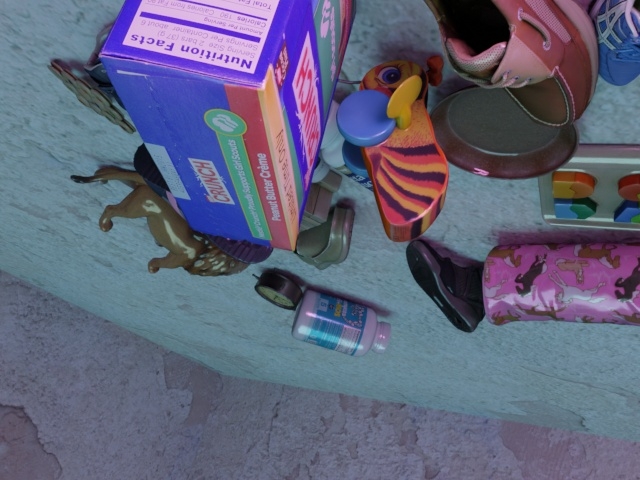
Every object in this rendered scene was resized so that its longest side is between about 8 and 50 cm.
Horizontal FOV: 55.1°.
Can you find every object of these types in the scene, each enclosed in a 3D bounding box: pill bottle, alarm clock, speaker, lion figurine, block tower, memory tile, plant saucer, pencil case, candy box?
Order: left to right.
[{"bbox_3d":[-0.374,-0.232,1.003,0.148,0.012,0.113,32,165,25],"label":"memory tile"},{"bbox_3d":[-0.330,-0.039,1.342,0.240,0.142,0.392,-8,145,31],"label":"lion figurine"},{"bbox_3d":[-0.048,-0.190,0.558,0.122,0.317,0.268,13,158,7],"label":"candy box"},{"bbox_3d":[-0.096,-0.058,1.197,0.091,0.097,0.335,26,154,-25],"label":"block tower"},{"bbox_3d":[-0.108,0.147,1.704,0.129,0.064,0.192,15,152,27],"label":"alarm clock"},{"bbox_3d":[-0.045,-0.149,0.998,0.055,0.055,0.136,-7,148,44],"label":"speaker"},{"bbox_3d":[0.061,0.241,1.730,0.264,0.146,0.146,17,158,-5],"label":"pill bottle"},{"bbox_3d":[0.061,-0.136,0.907,0.169,0.094,0.094,28,155,-28],"label":"pill bottle"},{"bbox_3d":[0.243,-0.151,0.823,0.199,0.036,0.198,16,156,7],"label":"plant saucer"},{"bbox_3d":[0.480,0.083,1.076,0.386,0.167,0.160,1,-171,32],"label":"pencil case"}]

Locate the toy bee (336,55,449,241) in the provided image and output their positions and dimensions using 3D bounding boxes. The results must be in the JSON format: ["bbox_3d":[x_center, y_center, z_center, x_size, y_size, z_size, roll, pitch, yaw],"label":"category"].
[{"bbox_3d":[0.092,-0.157,0.739,0.162,0.298,0.195,-25,177,-2],"label":"toy bee"}]

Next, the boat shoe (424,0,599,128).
[{"bbox_3d":[0.168,-0.209,0.597,0.123,0.120,0.324,21,165,48],"label":"boat shoe"}]

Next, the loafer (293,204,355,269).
[{"bbox_3d":[0.000,0.000,1.260,0.092,0.101,0.268,13,159,-10],"label":"loafer"}]

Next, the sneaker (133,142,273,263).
[{"bbox_3d":[-0.203,-0.067,1.147,0.319,0.112,0.131,42,172,13],"label":"sneaker"}]

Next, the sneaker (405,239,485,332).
[{"bbox_3d":[0.278,0.069,1.284,0.227,0.130,0.087,49,156,-6],"label":"sneaker"}]

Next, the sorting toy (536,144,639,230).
[{"bbox_3d":[0.423,-0.067,0.906,0.193,0.038,0.208,5,155,24],"label":"sorting toy"}]

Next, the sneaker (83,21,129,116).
[{"bbox_3d":[-0.230,-0.230,0.886,0.226,0.086,0.163,9,160,18],"label":"sneaker"}]

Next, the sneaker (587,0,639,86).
[{"bbox_3d":[0.301,-0.213,0.586,0.080,0.081,0.211,7,158,17],"label":"sneaker"}]
